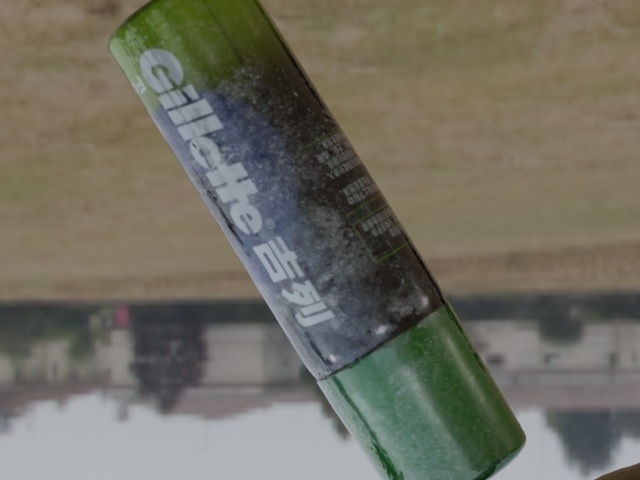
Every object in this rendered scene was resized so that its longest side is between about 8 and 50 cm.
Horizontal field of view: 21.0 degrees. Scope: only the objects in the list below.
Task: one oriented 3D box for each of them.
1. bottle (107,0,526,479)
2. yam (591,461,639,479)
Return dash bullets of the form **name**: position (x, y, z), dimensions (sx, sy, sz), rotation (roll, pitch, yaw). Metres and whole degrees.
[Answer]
- **bottle**: position (0.000, 0.000, 1.006), dimensions (0.093, 0.330, 0.093), rotation (-32, 179, -1)
- **yam**: position (0.081, 0.195, 0.960), dimensions (0.356, 0.081, 0.081), rotation (-24, 166, 26)
